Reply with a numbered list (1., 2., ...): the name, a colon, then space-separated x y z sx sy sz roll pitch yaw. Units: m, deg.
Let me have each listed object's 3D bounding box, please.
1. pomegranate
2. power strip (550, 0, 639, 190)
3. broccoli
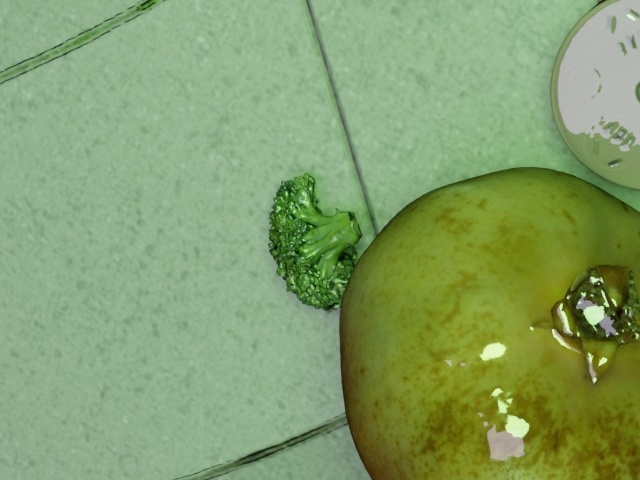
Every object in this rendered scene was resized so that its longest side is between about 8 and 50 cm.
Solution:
1. pomegranate: 0.155 0.095 1.060 0.319 0.319 0.319 5 106 17
2. power strip: 0.247 -0.116 1.102 0.154 0.078 0.154 5 107 18
3. broccoli: 0.000 0.000 1.219 0.092 0.097 0.095 -29 125 28
